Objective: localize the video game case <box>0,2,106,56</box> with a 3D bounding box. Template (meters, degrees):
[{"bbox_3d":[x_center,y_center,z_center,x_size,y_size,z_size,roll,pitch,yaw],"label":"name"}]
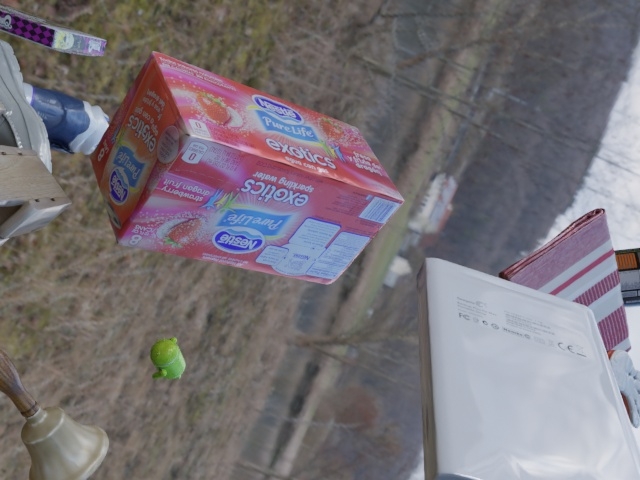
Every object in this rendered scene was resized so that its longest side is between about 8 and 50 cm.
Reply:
[{"bbox_3d":[-0.566,-0.417,1.605,0.210,0.232,0.042,-33,143,-76],"label":"video game case"}]

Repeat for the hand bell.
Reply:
[{"bbox_3d":[-0.407,0.226,1.147,0.242,0.126,0.126,67,33,-31],"label":"hand bell"}]

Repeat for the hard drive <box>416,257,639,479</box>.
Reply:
[{"bbox_3d":[0.194,0.141,0.790,0.307,0.203,0.040,-82,-169,-57],"label":"hard drive"}]

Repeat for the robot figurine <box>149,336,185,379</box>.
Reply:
[{"bbox_3d":[-0.346,0.269,1.874,0.115,0.067,0.101,78,19,-50],"label":"robot figurine"}]

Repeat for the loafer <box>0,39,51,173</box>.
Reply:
[{"bbox_3d":[-0.537,-0.203,1.379,0.111,0.319,0.112,-12,151,-37],"label":"loafer"}]

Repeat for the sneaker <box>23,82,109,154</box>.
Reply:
[{"bbox_3d":[-0.560,-0.235,1.707,0.323,0.236,0.130,4,-102,54],"label":"sneaker"}]

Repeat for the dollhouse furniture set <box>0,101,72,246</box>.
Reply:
[{"bbox_3d":[-0.467,-0.052,0.779,0.303,0.286,0.198,-38,175,15],"label":"dollhouse furniture set"}]

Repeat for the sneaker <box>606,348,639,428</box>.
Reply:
[{"bbox_3d":[0.368,0.179,1.042,0.061,0.065,0.158,-56,131,-23],"label":"sneaker"}]

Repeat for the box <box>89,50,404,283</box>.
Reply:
[{"bbox_3d":[-0.077,-0.067,0.917,0.154,0.300,0.142,-51,-133,27],"label":"box"}]

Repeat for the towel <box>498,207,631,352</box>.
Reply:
[{"bbox_3d":[0.456,0.131,1.509,0.237,0.329,0.037,-31,-150,-16],"label":"towel"}]

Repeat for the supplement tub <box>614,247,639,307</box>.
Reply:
[{"bbox_3d":[0.608,0.073,1.617,0.117,0.190,0.117,-7,90,-75],"label":"supplement tub"}]
